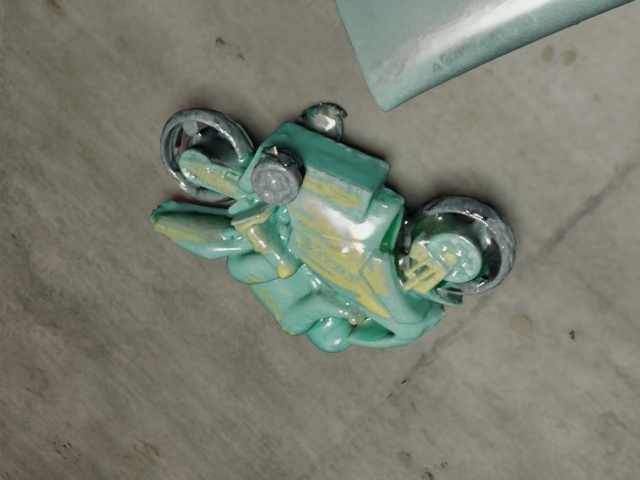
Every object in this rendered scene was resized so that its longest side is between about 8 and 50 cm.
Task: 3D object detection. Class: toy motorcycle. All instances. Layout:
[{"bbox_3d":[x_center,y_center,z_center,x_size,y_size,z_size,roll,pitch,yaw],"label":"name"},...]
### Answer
[{"bbox_3d":[-0.002,-0.001,0.686,0.296,0.109,0.198,25,128,10],"label":"toy motorcycle"}]

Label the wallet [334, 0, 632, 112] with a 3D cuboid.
[{"bbox_3d":[0.096,-0.263,0.556,0.251,0.054,0.291,-19,96,23],"label":"wallet"}]
